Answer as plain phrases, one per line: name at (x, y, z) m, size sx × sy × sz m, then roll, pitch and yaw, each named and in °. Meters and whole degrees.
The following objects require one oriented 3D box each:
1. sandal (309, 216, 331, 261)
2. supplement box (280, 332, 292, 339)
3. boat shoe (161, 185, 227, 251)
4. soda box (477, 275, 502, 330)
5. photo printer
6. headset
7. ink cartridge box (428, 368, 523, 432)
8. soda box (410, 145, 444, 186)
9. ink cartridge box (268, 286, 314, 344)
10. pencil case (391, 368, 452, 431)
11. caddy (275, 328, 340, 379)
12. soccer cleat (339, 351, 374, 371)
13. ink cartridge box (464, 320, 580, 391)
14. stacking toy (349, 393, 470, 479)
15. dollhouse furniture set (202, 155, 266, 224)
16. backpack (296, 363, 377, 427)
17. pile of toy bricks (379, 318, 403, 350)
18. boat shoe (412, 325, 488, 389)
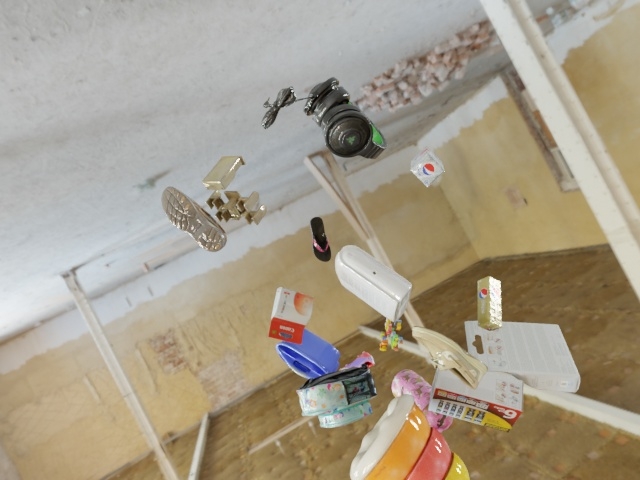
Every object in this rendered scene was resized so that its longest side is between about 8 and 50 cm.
sandal at (0.000, 0.000, 1.689) m, size 0.067 × 0.179 × 0.040 m, roll -18°, pitch -164°, yaw -17°
supplement box at (-0.131, 0.408, 2.035) m, size 0.083 × 0.056 × 0.083 m, roll -34°, pitch 168°, yaw 6°
boat shoe at (-0.499, -0.082, 1.796) m, size 0.123 × 0.324 × 0.116 m, roll -42°, pitch 180°, yaw 11°
soda box at (0.600, 0.224, 1.606) m, size 0.058 × 0.061 × 0.181 m, roll -39°, pitch -147°, yaw 52°
photo printer at (0.187, 0.154, 1.699) m, size 0.107 × 0.308 × 0.256 m, roll -48°, pitch 157°, yaw -18°
headset at (0.023, -0.324, 1.244) m, size 0.185 × 0.243 × 0.394 m, roll -45°, pitch 149°, yaw 25°
ink cartridge box at (0.590, 0.620, 1.756) m, size 0.310 × 0.271 × 0.130 m, roll 11°, pitch -132°, yaw 15°
soda box at (0.423, -0.300, 1.797) m, size 0.091 × 0.098 × 0.286 m, roll -44°, pitch -177°, yaw 21°
ink cartridge box at (-0.104, 0.273, 1.636) m, size 0.145 × 0.179 × 0.045 m, roll 21°, pitch 155°, yaw -29°
pencil case at (0.455, 0.726, 2.064) m, size 0.160 × 0.167 × 0.386 m, roll -39°, pitch -173°, yaw -7°
caddy at (-0.063, 0.591, 2.243) m, size 0.179 × 0.341 × 0.241 m, roll -49°, pitch 156°, yaw -33°
soccer cleat at (0.177, 0.689, 2.374) m, size 0.248 × 0.083 × 0.095 m, roll -42°, pitch -151°, yaw 3°
ink cartridge box at (0.794, 0.458, 1.830) m, size 0.385 × 0.091 × 0.308 m, roll 0°, pitch -151°, yaw 13°
stacking toy at (0.370, 0.794, 1.516) m, size 0.350 × 0.480 × 0.350 m, roll -49°, pitch 166°, yaw -17°
dollhouse furniture set at (-0.349, -0.202, 1.852) m, size 0.212 × 0.242 × 0.161 m, roll 5°, pitch -131°, yaw 31°
backpack at (0.049, 0.556, 1.602) m, size 0.254 × 0.191 × 0.225 m, roll -3°, pitch 162°, yaw -24°
pile of toy bricks at (0.361, 0.495, 2.248) m, size 0.118 × 0.212 × 0.105 m, roll 4°, pitch -147°, yaw -6°
boat shoe at (0.427, 0.396, 1.530) m, size 0.098 × 0.302 × 0.109 m, roll -57°, pitch -170°, yaw -14°
